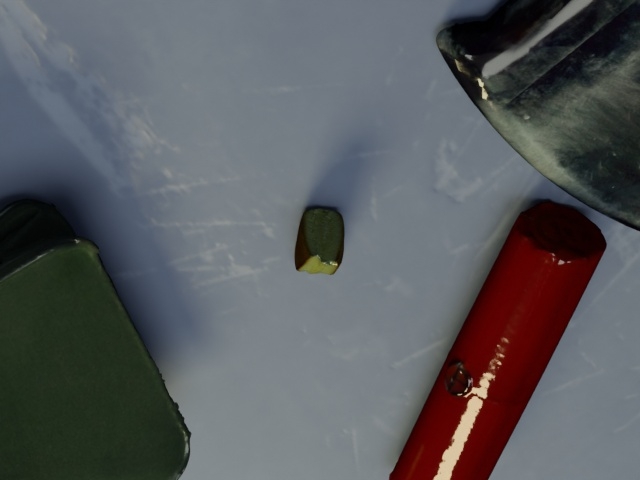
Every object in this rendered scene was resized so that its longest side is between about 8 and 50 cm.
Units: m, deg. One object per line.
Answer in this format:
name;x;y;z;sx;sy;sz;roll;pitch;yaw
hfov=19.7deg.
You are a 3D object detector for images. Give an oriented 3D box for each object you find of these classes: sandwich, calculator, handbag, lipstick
sandwich;0.000;0.000;1.247;0.031;0.044;0.083;4;171;-7
calculator;0.211;-0.096;1.205;0.268;0.040;0.177;32;120;-35
handbag;-0.231;0.128;1.222;0.260;0.079;0.247;-36;133;-17
lipstick;0.121;0.098;1.326;0.073;0.073;0.280;10;126;-17
